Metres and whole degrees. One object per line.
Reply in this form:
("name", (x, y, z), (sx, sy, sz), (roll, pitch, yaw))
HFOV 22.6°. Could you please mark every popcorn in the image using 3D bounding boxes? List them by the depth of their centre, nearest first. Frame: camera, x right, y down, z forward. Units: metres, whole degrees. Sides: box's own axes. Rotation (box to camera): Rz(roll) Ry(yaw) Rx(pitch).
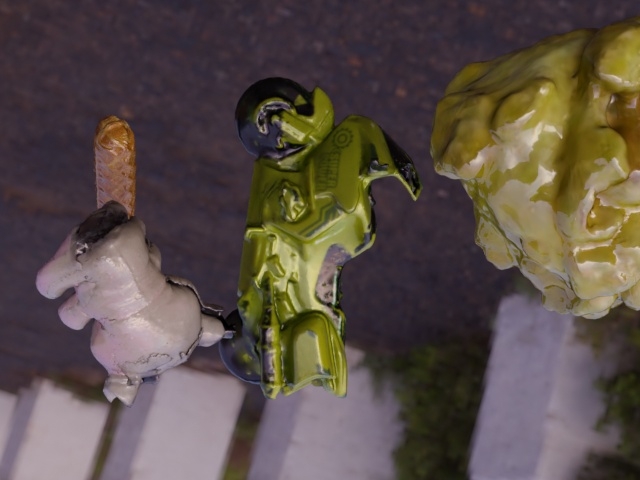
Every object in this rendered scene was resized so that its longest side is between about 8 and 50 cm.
("popcorn", (0.240, -0.062, 1.452), (0.242, 0.235, 0.250), (-6, 115, 47))

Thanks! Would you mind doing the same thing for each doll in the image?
("doll", (-0.180, 0.057, 1.551), (0.095, 0.149, 0.192), (4, 130, 56))

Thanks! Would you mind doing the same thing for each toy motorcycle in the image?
("toy motorcycle", (0.000, 0.000, 1.738), (0.206, 0.342, 0.142), (6, -177, 10))

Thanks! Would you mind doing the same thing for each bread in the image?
("bread", (-0.222, -0.069, 1.734), (0.044, 0.052, 0.157), (-11, 140, -15))
